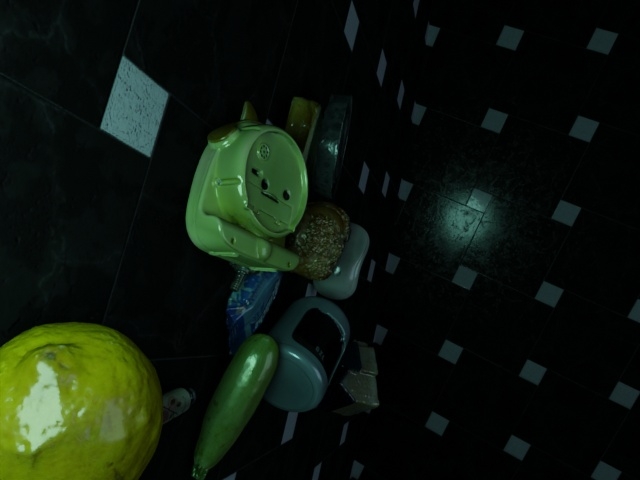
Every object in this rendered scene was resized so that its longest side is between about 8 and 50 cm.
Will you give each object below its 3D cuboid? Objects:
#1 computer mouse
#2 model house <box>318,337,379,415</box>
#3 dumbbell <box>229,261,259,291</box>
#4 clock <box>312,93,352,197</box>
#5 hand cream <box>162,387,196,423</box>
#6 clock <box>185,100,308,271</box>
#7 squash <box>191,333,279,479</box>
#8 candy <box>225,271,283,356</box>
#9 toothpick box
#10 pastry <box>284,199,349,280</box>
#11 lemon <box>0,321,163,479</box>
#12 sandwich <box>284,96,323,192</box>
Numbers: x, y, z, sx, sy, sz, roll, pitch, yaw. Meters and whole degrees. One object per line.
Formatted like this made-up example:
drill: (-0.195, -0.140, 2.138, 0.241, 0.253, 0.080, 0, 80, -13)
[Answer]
computer mouse: (0.070, 0.071, 1.735, 0.121, 0.184, 0.296, 30, 79, -82)
model house: (0.083, 0.576, 2.017, 0.284, 0.243, 0.298, 29, 43, -45)
dumbbell: (-0.166, 0.012, 1.156, 0.081, 0.082, 0.254, 73, 32, -54)
clock: (0.038, -0.279, 1.394, 0.312, 0.061, 0.312, 12, 90, -85)
hand cream: (-0.335, 0.341, 0.916, 0.234, 0.050, 0.080, -6, 110, -64)
clock: (-0.135, -0.119, 1.021, 0.286, 0.117, 0.348, 28, 67, -55)
squash: (-0.215, 0.405, 1.166, 0.370, 0.118, 0.118, -64, 159, -10)
candy: (-0.164, 0.131, 1.243, 0.187, 0.077, 0.331, 89, 23, -49)
toothpick box: (-0.054, 0.325, 1.451, 0.354, 0.263, 0.263, -50, 146, -56)
pastry: (0.000, 0.000, 1.509, 0.311, 0.162, 0.255, -37, 133, -65)
lemon: (-0.322, 0.227, 0.603, 0.233, 0.234, 0.288, -60, 165, -44)
sandwich: (-0.059, -0.246, 1.303, 0.226, 0.087, 0.251, 66, 38, -79)
